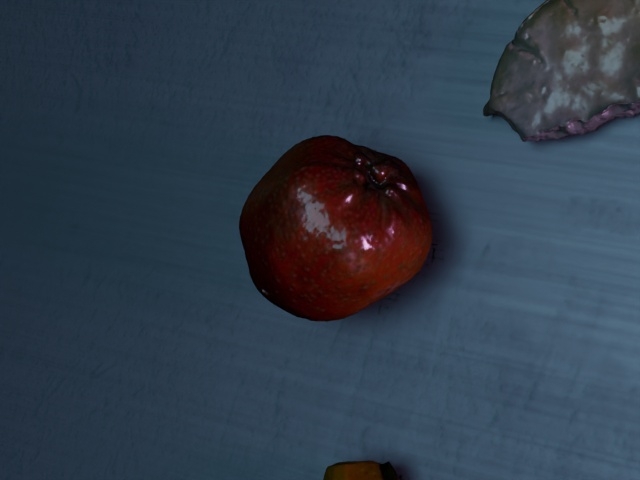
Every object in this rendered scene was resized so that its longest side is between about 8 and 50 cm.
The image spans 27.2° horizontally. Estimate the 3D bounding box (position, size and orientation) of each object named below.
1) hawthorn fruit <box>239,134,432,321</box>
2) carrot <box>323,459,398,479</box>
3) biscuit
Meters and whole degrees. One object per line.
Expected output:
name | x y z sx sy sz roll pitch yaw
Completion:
hawthorn fruit | 0.000 0.000 1.181 0.194 0.157 0.157 -40 66 39
carrot | 0.038 0.280 1.156 0.082 0.082 0.173 -11 75 27
biscuit | 0.264 -0.169 1.108 0.289 0.038 0.141 -10 79 28
